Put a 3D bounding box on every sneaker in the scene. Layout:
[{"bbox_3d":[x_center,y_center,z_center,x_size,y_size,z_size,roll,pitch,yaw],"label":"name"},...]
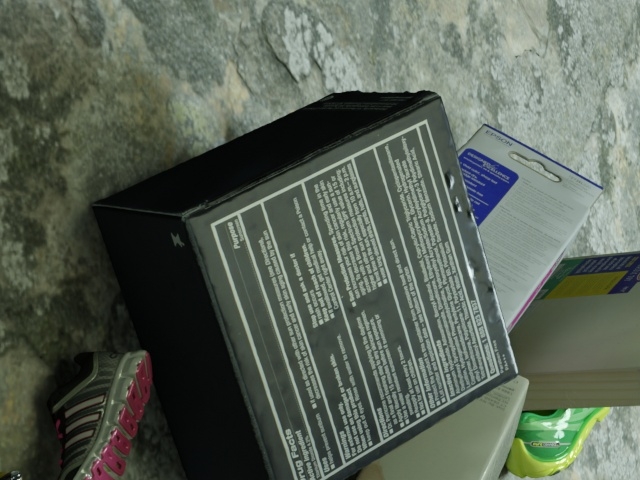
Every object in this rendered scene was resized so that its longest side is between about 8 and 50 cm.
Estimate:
[{"bbox_3d":[-0.202,0.164,1.467,0.063,0.075,0.170,68,37,-59],"label":"sneaker"},{"bbox_3d":[0.315,0.182,2.235,0.295,0.109,0.123,-52,131,-47],"label":"sneaker"}]

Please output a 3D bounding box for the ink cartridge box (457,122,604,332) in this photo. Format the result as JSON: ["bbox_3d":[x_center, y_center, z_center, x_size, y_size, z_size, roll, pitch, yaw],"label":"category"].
[{"bbox_3d":[0.188,-0.003,2.014,0.371,0.176,0.069,-47,162,-49],"label":"ink cartridge box"}]

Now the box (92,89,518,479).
[{"bbox_3d":[-0.011,0.047,1.602,0.294,0.183,0.296,-27,109,-31],"label":"box"}]

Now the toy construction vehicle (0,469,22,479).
[{"bbox_3d":[-0.264,0.232,1.395,0.098,0.035,0.086,-33,123,-52],"label":"toy construction vehicle"}]

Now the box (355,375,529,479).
[{"bbox_3d":[0.107,0.271,1.835,0.311,0.121,0.148,-55,162,-47],"label":"box"}]

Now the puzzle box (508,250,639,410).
[{"bbox_3d":[0.347,0.104,2.150,0.409,0.272,0.052,-36,114,-54],"label":"puzzle box"}]
